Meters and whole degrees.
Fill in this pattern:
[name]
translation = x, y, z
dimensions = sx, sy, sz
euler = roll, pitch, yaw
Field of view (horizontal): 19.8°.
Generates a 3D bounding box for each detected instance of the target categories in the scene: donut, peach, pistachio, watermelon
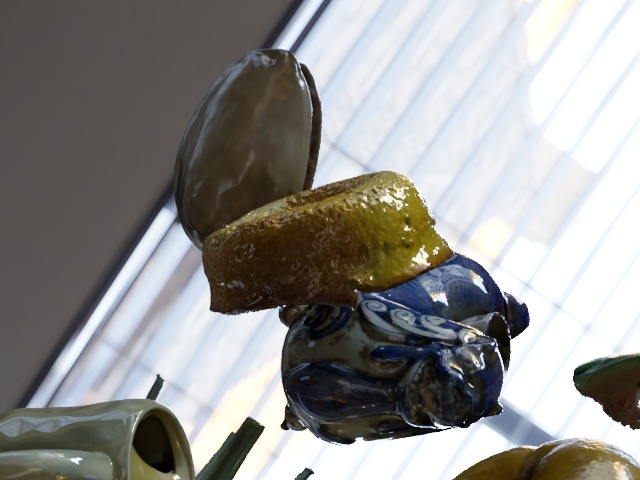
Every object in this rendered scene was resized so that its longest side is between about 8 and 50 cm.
[donut]
translation = -0.001, 0.000, 1.378
dimensions = 0.190, 0.074, 0.174
euler = -8, -167, 37
[peach]
translation = 0.170, 0.257, 1.509
dimensions = 0.251, 0.153, 0.251
euler = -28, -157, 13
[pistachio]
translation = -0.072, -0.086, 1.862
dimensions = 0.223, 0.152, 0.126
euler = -66, 154, -2
[watermelon]
translation = 0.329, 0.149, 1.988
dimensions = 0.101, 0.155, 0.080
euler = -30, -128, 38

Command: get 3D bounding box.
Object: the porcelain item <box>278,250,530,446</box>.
[porcelain item]
translation = 0.084, 0.084, 1.506
dimensions = 0.288, 0.186, 0.138
euler = -20, 108, -63

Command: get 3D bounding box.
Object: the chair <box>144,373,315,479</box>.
[chair]
translation = -0.148, 0.327, 2.039
dimensions = 0.203, 0.190, 0.274
euler = 22, -107, 46

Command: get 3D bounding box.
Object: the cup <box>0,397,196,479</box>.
[cup]
translation = -0.263, 0.261, 1.840
dimensions = 0.202, 0.173, 0.255
euler = -8, -170, 19
